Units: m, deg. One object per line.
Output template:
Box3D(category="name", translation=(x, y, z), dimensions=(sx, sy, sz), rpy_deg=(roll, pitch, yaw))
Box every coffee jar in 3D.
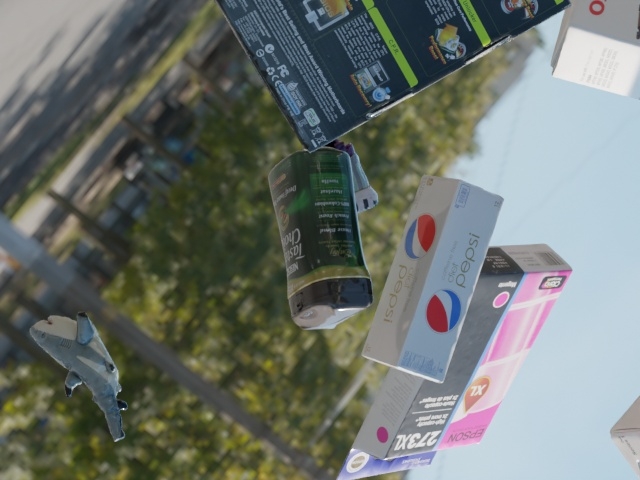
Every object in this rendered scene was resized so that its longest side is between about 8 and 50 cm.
Box3D(category="coffee jar", translation=(0.000, 0.000, 1.594), dimensions=(0.096, 0.079, 0.184), rpy_deg=(-36, -121, 56))

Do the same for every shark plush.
Box3D(category="shark plush", translation=(-0.265, 0.154, 1.695), dimensions=(0.067, 0.161, 0.073), rpy_deg=(-29, -179, -8))

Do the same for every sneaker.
Box3D(category="sneaker", translation=(0.002, -0.098, 1.833), dimensions=(0.083, 0.098, 0.224), rpy_deg=(-23, -161, -19))

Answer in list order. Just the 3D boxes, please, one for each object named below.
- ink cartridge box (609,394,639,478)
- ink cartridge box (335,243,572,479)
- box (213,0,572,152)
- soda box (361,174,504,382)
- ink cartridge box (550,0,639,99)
Box3D(category="ink cartridge box", translation=(0.532, 0.255, 2.090), dimensions=(0.219, 0.160, 0.093), rpy_deg=(-43, -167, -28))
Box3D(category="ink cartridge box", translation=(0.162, 0.168, 1.855), dimensions=(0.176, 0.069, 0.370), rpy_deg=(-2, 129, -41))
Box3D(category="box", translation=(0.023, -0.176, 0.876), dimensions=(0.184, 0.190, 0.045), rpy_deg=(-31, -162, 5))
Box3D(category="soda box", translation=(0.123, 0.040, 1.631), dimensions=(0.074, 0.069, 0.216), rpy_deg=(13, -98, 58))
Box3D(category="ink cartridge box", translation=(0.361, -0.222, 1.447), dimensions=(0.100, 0.237, 0.172), rpy_deg=(93, 14, -67))
